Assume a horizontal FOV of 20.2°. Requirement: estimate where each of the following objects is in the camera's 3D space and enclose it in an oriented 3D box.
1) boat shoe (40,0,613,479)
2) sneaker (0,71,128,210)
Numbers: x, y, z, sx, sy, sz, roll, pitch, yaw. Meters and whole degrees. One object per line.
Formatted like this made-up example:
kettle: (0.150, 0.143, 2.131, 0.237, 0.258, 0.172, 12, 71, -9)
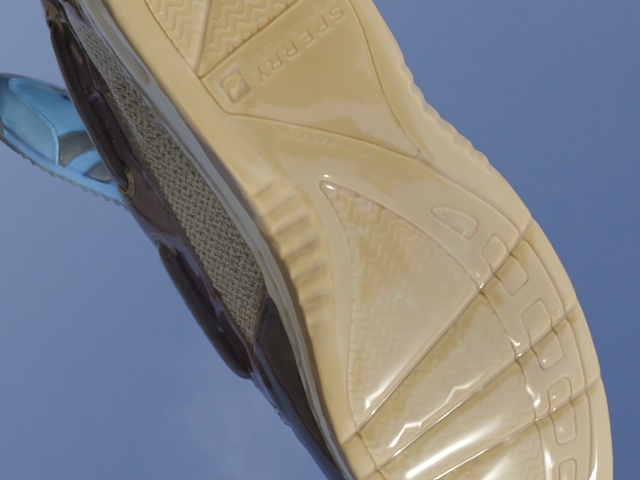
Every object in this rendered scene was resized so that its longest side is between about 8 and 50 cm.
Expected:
boat shoe: (0.000, 0.000, 0.600, 0.103, 0.285, 0.092, -39, -165, -23)
sneaker: (-0.089, -0.054, 0.981, 0.082, 0.209, 0.069, -65, 169, 16)
